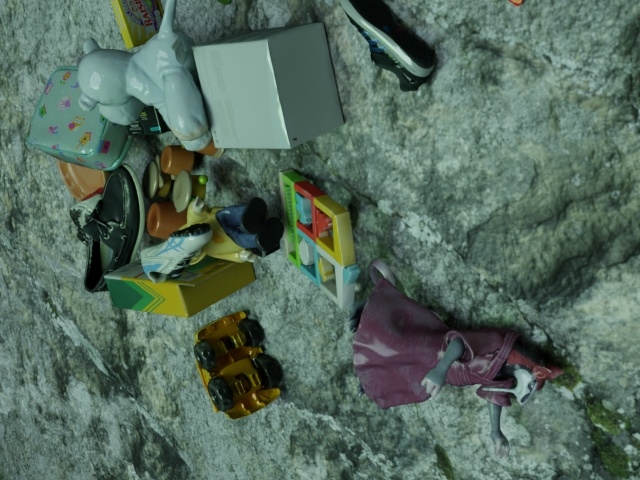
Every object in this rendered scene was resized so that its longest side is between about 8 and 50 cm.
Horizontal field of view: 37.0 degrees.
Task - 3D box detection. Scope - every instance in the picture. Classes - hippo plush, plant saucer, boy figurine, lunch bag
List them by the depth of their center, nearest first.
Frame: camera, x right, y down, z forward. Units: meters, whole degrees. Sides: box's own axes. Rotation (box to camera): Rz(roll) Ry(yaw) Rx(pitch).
[{"bbox_3d":[-0.333,-0.279,1.796,0.294,0.237,0.234,62,-161,-69],"label":"hippo plush"},{"bbox_3d":[-0.209,-0.018,1.927,0.285,0.092,0.177,-11,128,42],"label":"boy figurine"},{"bbox_3d":[-0.512,-0.279,2.118,0.279,0.108,0.224,13,79,38],"label":"lunch bag"},{"bbox_3d":[-0.578,-0.180,2.350,0.200,0.037,0.200,24,127,36],"label":"plant saucer"}]

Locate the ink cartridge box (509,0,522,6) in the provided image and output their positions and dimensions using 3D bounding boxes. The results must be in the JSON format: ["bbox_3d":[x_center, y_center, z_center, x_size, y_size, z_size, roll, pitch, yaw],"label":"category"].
[{"bbox_3d":[0.259,-0.448,1.330,0.134,0.078,0.231,42,136,21],"label":"ink cartridge box"}]

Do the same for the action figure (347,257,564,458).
[{"bbox_3d":[0.242,0.203,1.674,0.370,0.275,0.248,0,143,26],"label":"action figure"}]

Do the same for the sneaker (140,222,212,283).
[{"bbox_3d":[-0.275,0.025,1.880,0.237,0.085,0.086,-25,89,51],"label":"sneaker"}]

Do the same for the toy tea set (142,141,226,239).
[{"bbox_3d":[-0.271,-0.123,2.045,0.336,0.124,0.200,-36,55,52],"label":"toy tea set"}]

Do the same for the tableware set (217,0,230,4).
[{"bbox_3d":[-0.222,-0.517,1.821,0.154,0.024,0.104,36,136,24],"label":"tableware set"}]

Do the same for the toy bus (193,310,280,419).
[{"bbox_3d":[-0.216,0.283,2.178,0.211,0.149,0.220,-14,99,64],"label":"toy bus"}]

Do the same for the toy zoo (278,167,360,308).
[{"bbox_3d":[0.000,0.000,1.791,0.293,0.030,0.192,39,139,55],"label":"toy zoo"}]

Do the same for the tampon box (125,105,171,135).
[{"bbox_3d":[-0.350,-0.311,1.999,0.120,0.101,0.161,5,114,43],"label":"tampon box"}]

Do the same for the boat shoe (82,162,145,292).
[{"bbox_3d":[-0.480,-0.016,2.153,0.127,0.113,0.340,47,136,31],"label":"boat shoe"}]

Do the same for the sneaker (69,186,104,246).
[{"bbox_3d":[-0.521,-0.036,2.325,0.107,0.118,0.279,37,157,9],"label":"sneaker"}]

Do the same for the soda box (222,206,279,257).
[{"bbox_3d":[-0.164,-0.019,2.009,0.169,0.053,0.060,18,123,38],"label":"soda box"}]

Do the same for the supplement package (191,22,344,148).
[{"bbox_3d":[-0.094,-0.277,1.724,0.203,0.149,0.194,6,115,43],"label":"supplement package"}]

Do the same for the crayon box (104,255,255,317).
[{"bbox_3d":[-0.292,0.084,2.079,0.323,0.203,0.083,2,113,45],"label":"crayon box"}]

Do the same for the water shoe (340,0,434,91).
[{"bbox_3d":[0.095,-0.325,1.567,0.203,0.073,0.080,48,139,15],"label":"water shoe"}]

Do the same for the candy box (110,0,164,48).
[{"bbox_3d":[-0.377,-0.497,1.923,0.027,0.105,0.206,-4,109,46],"label":"candy box"}]
